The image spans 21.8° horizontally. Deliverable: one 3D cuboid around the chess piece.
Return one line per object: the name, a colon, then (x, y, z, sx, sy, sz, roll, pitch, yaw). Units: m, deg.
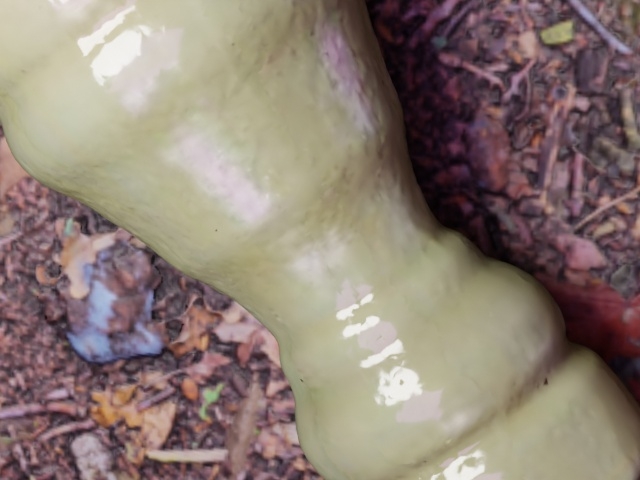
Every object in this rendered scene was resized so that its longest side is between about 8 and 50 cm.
chess piece: (0.000, 0.000, 0.977, 0.234, 0.234, 0.442, -34, 97, 20)
